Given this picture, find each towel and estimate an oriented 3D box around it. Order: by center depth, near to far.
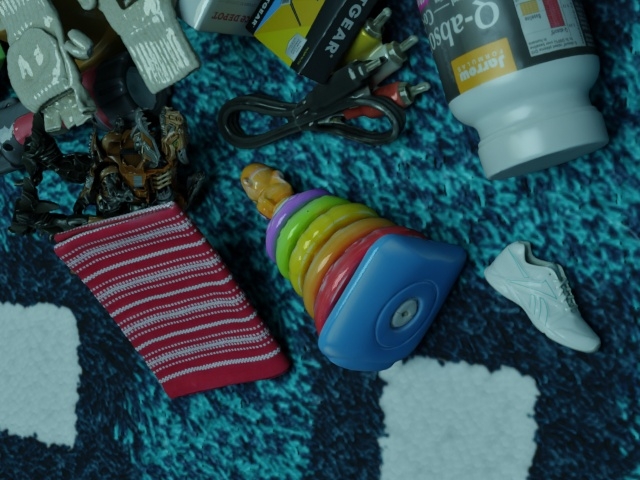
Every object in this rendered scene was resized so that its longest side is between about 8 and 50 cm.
[{"bbox_3d":[-0.178,0.079,1.567,0.199,0.031,0.275,-14,124,30],"label":"towel"}]

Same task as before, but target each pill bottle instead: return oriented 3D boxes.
[{"bbox_3d":[0.194,-0.213,1.340,0.162,0.162,0.278,-20,83,30],"label":"pill bottle"}]

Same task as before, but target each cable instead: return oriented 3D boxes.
[{"bbox_3d":[0.007,-0.156,1.532,0.287,0.072,0.139,-23,95,42],"label":"cable"}]

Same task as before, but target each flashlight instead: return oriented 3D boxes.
[{"bbox_3d":[-0.336,-0.156,1.696,0.304,0.103,0.103,-19,118,32],"label":"flashlight"}]

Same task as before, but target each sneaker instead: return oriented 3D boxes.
[{"bbox_3d":[0.245,0.060,1.390,0.152,0.053,0.061,43,110,22],"label":"sneaker"}]

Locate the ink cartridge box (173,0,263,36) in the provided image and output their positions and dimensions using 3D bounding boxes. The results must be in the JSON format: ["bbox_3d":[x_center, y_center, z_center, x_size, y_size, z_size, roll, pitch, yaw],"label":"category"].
[{"bbox_3d":[-0.091,-0.350,1.502,0.093,0.154,0.212,38,110,21],"label":"ink cartridge box"}]

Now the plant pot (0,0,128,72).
[{"bbox_3d":[-0.349,-0.319,1.638,0.205,0.188,0.205,2,94,31],"label":"plant pot"}]

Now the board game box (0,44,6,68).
[{"bbox_3d":[-0.524,-0.335,1.764,0.317,0.046,0.213,66,151,10],"label":"board game box"}]

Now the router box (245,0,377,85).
[{"bbox_3d":[0.004,-0.285,1.478,0.179,0.046,0.133,-57,45,12],"label":"router box"}]

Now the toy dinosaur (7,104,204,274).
[{"bbox_3d":[-0.267,-0.050,1.612,0.164,0.218,0.322,-107,34,-55],"label":"toy dinosaur"}]

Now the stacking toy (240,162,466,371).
[{"bbox_3d":[0.000,0.000,1.490,0.302,0.175,0.166,41,110,34],"label":"stacking toy"}]

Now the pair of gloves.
[{"bbox_3d":[-0.270,-0.244,1.483,0.240,0.042,0.204,-18,91,24],"label":"pair of gloves"}]
